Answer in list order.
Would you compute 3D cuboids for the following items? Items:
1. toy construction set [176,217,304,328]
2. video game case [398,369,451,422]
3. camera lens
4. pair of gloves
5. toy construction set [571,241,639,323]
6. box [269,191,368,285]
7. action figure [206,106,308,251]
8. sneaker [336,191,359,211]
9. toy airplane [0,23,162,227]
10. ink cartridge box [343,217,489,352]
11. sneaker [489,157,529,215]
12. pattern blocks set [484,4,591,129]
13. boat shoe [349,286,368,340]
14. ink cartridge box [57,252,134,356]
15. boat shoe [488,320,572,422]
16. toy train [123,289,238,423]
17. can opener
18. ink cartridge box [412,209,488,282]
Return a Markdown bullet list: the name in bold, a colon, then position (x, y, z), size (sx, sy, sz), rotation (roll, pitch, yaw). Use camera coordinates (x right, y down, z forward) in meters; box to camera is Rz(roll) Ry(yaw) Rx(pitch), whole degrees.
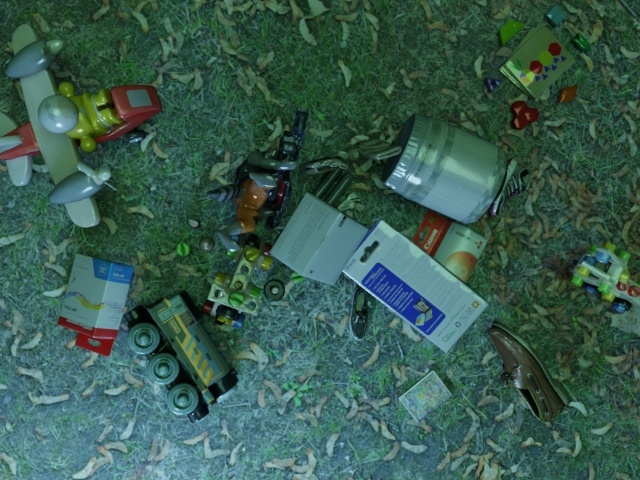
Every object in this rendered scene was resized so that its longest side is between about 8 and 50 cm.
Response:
- **toy construction set**: position (-0.224, 0.068, 1.629), size (0.257, 0.237, 0.309), rotation (-44, 93, -7)
- **video game case**: position (0.282, 0.420, 1.795), size (0.122, 0.011, 0.087), rotation (-37, 93, -7)
- **camera lens**: position (0.325, -0.184, 1.722), size (0.274, 0.219, 0.219), rotation (23, 85, -6)
- **pair of gloves**: position (0.070, -0.217, 1.699), size (0.240, 0.204, 0.042), rotation (-16, 103, -8)
- **toy construction set**: position (0.810, 0.132, 1.775), size (0.151, 0.215, 0.327), rotation (-44, 94, -7)
- **box**: position (0.000, 0.000, 1.663), size (0.119, 0.182, 0.180), rotation (34, 94, 28)
- **action figure**: position (-0.149, -0.168, 1.612), size (0.179, 0.330, 0.341), rotation (16, 113, -3)
- **sneaker**: position (0.071, -0.091, 1.779), size (0.037, 0.032, 0.083), rotation (44, 83, -3)
- **toy airplane**: position (-0.622, -0.275, 1.574), size (0.386, 0.272, 0.384), rotation (27, 85, -6)
- **ink cartridge box**: position (0.245, 0.116, 1.757), size (0.371, 0.069, 0.175), rotation (38, 99, -7)
- **sneaker**: position (0.521, -0.139, 1.825), size (0.075, 0.063, 0.170), rotation (24, 80, 0)
- **pattern blocks set**: position (0.607, -0.496, 1.871), size (0.325, 0.026, 0.285), rotation (-35, 92, -8)
- **boat shoe**: position (0.103, 0.195, 1.766), size (0.049, 0.040, 0.142), rotation (1, 87, -8)
- **ink cartridge box**: position (-0.557, 0.158, 1.632), size (0.134, 0.078, 0.230), rotation (10, 85, 30)
- **boat shoe**: position (0.543, 0.356, 1.782), size (0.104, 0.111, 0.307), rotation (-42, 93, -8)
- **toy train**: position (-0.346, 0.284, 1.660), size (0.190, 0.142, 0.333), rotation (-33, 92, -17)
- **can opener**: position (-0.013, -0.079, 1.743), size (0.074, 0.093, 0.280), rotation (39, 78, -4)
- **ink cartridge box**: position (0.344, 0.017, 1.805), size (0.179, 0.045, 0.145), rotation (30, 83, -8)
